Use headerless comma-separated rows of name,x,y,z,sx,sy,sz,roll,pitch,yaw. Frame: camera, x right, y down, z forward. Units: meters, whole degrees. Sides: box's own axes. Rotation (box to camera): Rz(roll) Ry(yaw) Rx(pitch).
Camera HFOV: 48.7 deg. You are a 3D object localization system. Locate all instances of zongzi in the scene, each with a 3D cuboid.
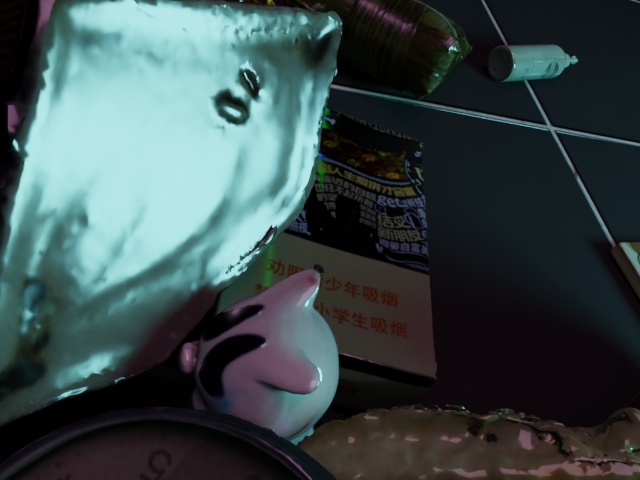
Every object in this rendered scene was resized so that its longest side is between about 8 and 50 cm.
zongzi,0.086,-0.301,0.987,0.248,0.111,0.241,30,27,7

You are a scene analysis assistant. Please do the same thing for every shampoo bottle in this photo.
shampoo bottle,0.348,-0.284,1.122,0.195,0.056,0.056,-13,59,-34

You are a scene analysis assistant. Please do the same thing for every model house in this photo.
model house,-0.184,-0.055,0.543,0.282,0.317,0.297,10,-1,40

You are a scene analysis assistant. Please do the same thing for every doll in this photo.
doll,-0.046,0.112,0.497,0.107,0.180,0.110,0,46,-10

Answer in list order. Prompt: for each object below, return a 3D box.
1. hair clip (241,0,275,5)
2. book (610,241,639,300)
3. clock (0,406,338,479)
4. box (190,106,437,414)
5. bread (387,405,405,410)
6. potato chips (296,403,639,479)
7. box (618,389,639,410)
hair clip,-0.058,-0.234,0.867,0.046,0.072,0.173,-2,44,-25
book,0.502,0.111,0.881,0.202,0.027,0.264,0,52,-28
clock,-0.088,0.225,0.361,0.281,0.055,0.280,-2,70,5
box,0.000,0.000,0.678,0.198,0.084,0.310,17,47,-13
bread,0.101,0.232,0.514,0.236,0.106,0.140,35,44,3
potato chips,0.131,0.277,0.407,0.429,0.070,0.358,1,85,-1
box,0.436,0.179,0.618,0.301,0.301,0.216,-21,72,-39
